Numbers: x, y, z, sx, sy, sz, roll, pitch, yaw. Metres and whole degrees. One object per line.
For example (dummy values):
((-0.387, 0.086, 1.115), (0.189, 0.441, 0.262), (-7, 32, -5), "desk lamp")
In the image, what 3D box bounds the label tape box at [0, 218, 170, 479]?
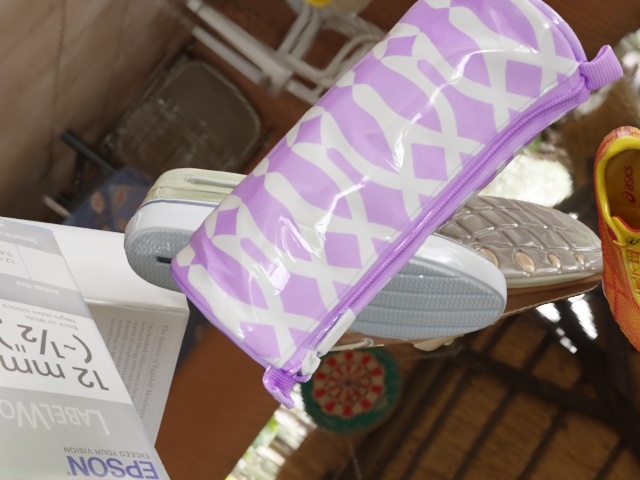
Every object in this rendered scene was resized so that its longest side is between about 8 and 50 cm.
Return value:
((-0.213, 0.113, 0.503), (0.249, 0.348, 0.115), (16, 116, -45), "label tape box")

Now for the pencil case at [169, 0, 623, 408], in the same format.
((0.026, -0.026, 0.438), (0.206, 0.086, 0.088), (-48, -133, 4), "pencil case")

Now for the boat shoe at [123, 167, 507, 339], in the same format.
((0.000, 0.000, 0.789), (0.109, 0.302, 0.094), (105, -4, -49), "boat shoe")

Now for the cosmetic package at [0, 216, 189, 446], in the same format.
((-0.258, 0.109, 0.909), (0.138, 0.224, 0.224), (-114, -142, -58), "cosmetic package")

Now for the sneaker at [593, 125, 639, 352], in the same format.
((0.220, 0.009, 0.692), (0.064, 0.175, 0.067), (-14, -170, 22), "sneaker")

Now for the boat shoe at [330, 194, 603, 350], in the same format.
((0.106, 0.039, 0.946), (0.123, 0.324, 0.116), (-95, -178, -49), "boat shoe")
